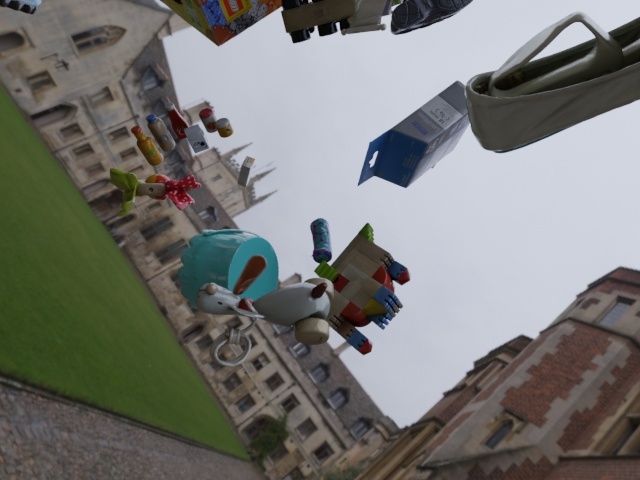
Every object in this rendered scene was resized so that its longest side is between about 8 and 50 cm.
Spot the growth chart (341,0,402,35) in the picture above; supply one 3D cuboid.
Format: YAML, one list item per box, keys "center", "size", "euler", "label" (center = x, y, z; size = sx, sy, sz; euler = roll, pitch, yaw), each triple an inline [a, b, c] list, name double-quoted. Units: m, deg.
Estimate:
- center: [0.150, -0.596, 0.966]
  size: [0.021, 0.237, 0.172]
  euler: [19, 9, -44]
  label: "growth chart"

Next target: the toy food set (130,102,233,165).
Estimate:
- center: [-0.351, -0.291, 1.049]
  size: [0.104, 0.233, 0.111]
  euler: [71, -2, -48]
  label: "toy food set"

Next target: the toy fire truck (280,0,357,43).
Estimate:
- center: [0.006, -0.695, 1.197]
  size: [0.246, 0.217, 0.158]
  euler: [-79, 157, -56]
  label: "toy fire truck"

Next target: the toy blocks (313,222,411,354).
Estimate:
- center: [0.131, 0.162, 1.265]
  size: [0.261, 0.381, 0.190]
  euler: [34, -10, 39]
  label: "toy blocks"

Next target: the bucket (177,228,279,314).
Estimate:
- center: [-0.268, 0.100, 1.257]
  size: [0.183, 0.281, 0.280]
  euler: [4, -50, 29]
  label: "bucket"

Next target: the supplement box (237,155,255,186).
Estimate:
- center: [-0.278, -0.258, 1.541]
  size: [0.036, 0.062, 0.098]
  euler: [21, -44, -6]
  label: "supplement box"

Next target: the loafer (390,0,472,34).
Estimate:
- center: [0.372, -0.784, 1.393]
  size: [0.095, 0.303, 0.108]
  euler: [145, -78, -86]
  label: "loafer"

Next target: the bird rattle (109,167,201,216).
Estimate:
- center: [-0.484, -0.164, 1.227]
  size: [0.207, 0.254, 0.142]
  euler: [-116, -162, -72]
  label: "bird rattle"

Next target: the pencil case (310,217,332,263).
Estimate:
- center: [0.000, 0.000, 1.322]
  size: [0.064, 0.070, 0.151]
  euler: [-49, -147, 35]
  label: "pencil case"

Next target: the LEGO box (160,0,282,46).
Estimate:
- center: [-0.330, -0.880, 1.299]
  size: [0.500, 0.373, 0.193]
  euler: [45, -13, 29]
  label: "LEGO box"

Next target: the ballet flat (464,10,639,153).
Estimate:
- center: [0.358, -0.225, 0.484]
  size: [0.401, 0.139, 0.139]
  euler: [-17, -74, 41]
  label: "ballet flat"

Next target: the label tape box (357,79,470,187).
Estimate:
- center: [0.277, -0.269, 1.182]
  size: [0.106, 0.334, 0.240]
  euler: [48, -16, 14]
  label: "label tape box"

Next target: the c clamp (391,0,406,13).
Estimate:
- center: [0.252, -0.826, 1.447]
  size: [0.160, 0.022, 0.137]
  euler: [51, -31, 45]
  label: "c clamp"

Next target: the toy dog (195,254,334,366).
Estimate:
- center: [-0.109, 0.135, 0.945]
  size: [0.160, 0.334, 0.220]
  euler: [105, -30, -48]
  label: "toy dog"

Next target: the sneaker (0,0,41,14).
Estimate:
- center: [-0.167, -0.168, 0.140]
  size: [0.125, 0.104, 0.262]
  euler: [-67, -151, 16]
  label: "sneaker"
